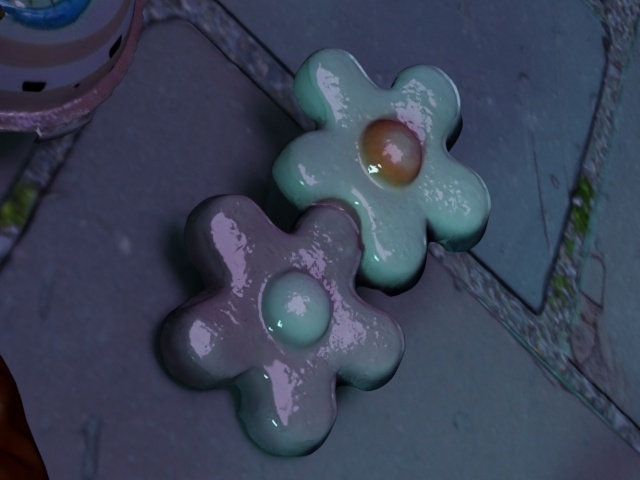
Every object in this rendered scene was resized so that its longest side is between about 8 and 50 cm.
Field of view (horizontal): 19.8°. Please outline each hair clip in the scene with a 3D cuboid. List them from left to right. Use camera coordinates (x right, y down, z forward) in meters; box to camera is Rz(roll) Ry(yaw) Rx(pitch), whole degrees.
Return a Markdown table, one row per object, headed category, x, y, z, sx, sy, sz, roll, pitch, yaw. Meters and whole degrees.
| category | x | y | z | sx | sy | sz | roll | pitch | yaw |
| --- | --- | --- | --- | --- | --- | --- | --- | --- | --- |
| hair clip | 0.005 | -0.002 | 0.977 | 0.146 | 0.075 | 0.257 | 51 | 44 | -19 |

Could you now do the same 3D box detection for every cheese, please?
| category | x | y | z | sx | sy | sz | roll | pitch | yaw |
| --- | --- | --- | --- | --- | --- | --- | --- | --- | --- |
| cheese | -0.187 | -0.126 | 0.837 | 0.286 | 0.074 | 0.189 | -15 | 79 | -43 |

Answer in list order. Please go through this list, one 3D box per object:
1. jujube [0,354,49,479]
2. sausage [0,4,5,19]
| category | x | y | z | sx | sy | sz | roll | pitch | yaw |
| --- | --- | --- | --- | --- | --- | --- | --- | --- | --- |
| jujube | -0.183 | 0.088 | 0.640 | 0.174 | 0.174 | 0.250 | -23 | 90 | -51 |
| sausage | -0.249 | -0.076 | 0.688 | 0.328 | 0.112 | 0.112 | -7 | 72 | -40 |
